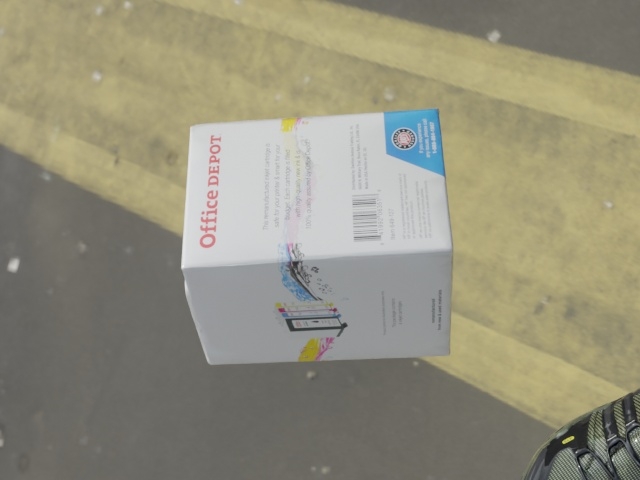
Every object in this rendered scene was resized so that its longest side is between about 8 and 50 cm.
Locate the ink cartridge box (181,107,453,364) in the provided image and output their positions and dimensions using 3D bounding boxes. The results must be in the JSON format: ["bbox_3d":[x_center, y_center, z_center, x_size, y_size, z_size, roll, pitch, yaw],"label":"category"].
[{"bbox_3d":[0.000,0.000,1.069,0.233,0.168,0.171,-3,52,3],"label":"ink cartridge box"}]

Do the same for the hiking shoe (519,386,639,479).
[{"bbox_3d":[0.225,0.134,0.787,0.227,0.114,0.086,-36,76,-16],"label":"hiking shoe"}]
